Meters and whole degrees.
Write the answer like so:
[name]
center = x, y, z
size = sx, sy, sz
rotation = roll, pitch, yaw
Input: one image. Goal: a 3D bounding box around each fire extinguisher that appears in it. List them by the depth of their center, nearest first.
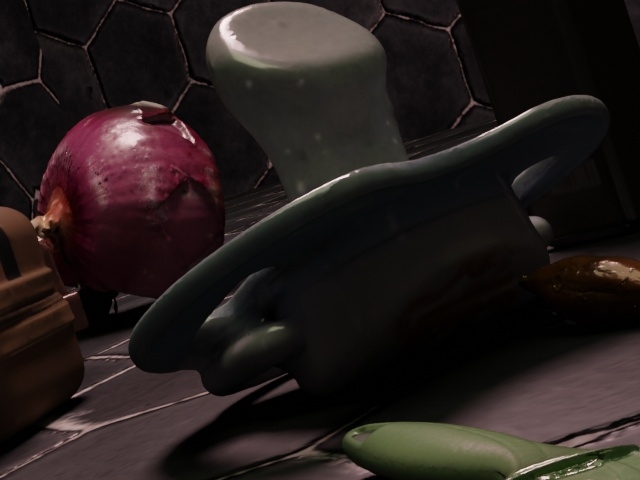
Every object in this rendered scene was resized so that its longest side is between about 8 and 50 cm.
[fire extinguisher]
center = -0.219, 0.062, 1.644
size = 0.056, 0.039, 0.132
rotation = -28, 5, -4

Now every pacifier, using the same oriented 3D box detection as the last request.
[pacifier]
center = 0.003, -0.032, 0.869
size = 0.279, 0.207, 0.227
rotation = -21, -12, -33

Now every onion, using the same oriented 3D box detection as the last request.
[onion]
center = -0.176, -0.036, 1.583
size = 0.200, 0.200, 0.207
rotation = -19, -2, -3

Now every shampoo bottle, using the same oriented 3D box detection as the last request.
[shampoo bottle]
center = 0.149, -0.124, 1.085
size = 0.080, 0.246, 0.079
rotation = -14, 7, 41

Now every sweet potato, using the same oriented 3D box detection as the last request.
[sweet potato]
center = 0.129, 0.023, 0.773
size = 0.034, 0.034, 0.095
rotation = -21, 16, -34

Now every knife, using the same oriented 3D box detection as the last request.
[knife]
center = 0.069, 0.072, 0.508
size = 0.043, 0.020, 0.293
rotation = -18, 5, -25

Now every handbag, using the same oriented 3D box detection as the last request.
[handbag]
center = -0.319, 0.090, 1.053
size = 0.302, 0.149, 0.283
rotation = -16, 7, 9

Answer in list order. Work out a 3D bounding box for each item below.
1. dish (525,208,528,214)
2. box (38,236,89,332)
[dish]
center = 0.159, -0.034, 1.288
size = 0.091, 0.039, 0.137
rotation = -14, 5, -11
[box]
center = -0.332, 0.085, 1.393
size = 0.215, 0.086, 0.215
rotation = -22, -1, -33
